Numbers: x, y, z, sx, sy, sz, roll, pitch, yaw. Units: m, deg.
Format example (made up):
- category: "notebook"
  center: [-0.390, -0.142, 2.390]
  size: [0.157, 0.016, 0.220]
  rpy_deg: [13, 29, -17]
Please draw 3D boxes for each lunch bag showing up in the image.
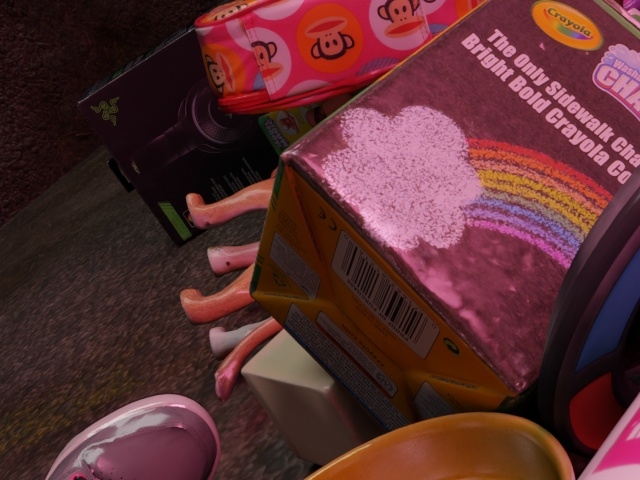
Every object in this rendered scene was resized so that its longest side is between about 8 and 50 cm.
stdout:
- category: "lunch bag"
  center: [0.022, -0.231, 1.203]
  size: [0.293, 0.120, 0.258]
  rpy_deg: [-16, 16, 5]

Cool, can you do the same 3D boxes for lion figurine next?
- category: "lion figurine"
  center: [0.000, 0.000, 1.091]
  size: [0.240, 0.142, 0.392]
  rpy_deg: [-15, 33, 2]

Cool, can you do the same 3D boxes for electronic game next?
- category: "electronic game"
  center: [0.192, 0.013, 0.547]
  size: [0.229, 0.229, 0.048]
  rpy_deg: [-37, 53, -12]

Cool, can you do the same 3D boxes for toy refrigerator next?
- category: "toy refrigerator"
  center: [0.082, 0.048, 0.836]
  size: [0.269, 0.094, 0.102]
  rpy_deg: [-43, 26, -28]

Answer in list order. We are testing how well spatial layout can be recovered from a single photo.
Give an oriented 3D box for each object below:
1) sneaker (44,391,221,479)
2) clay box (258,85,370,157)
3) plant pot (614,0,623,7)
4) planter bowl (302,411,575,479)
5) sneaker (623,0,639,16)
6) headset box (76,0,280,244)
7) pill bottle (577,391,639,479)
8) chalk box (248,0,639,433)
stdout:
- category: "sneaker"
  center: [-0.179, 0.224, 0.749]
  size: [0.295, 0.124, 0.178]
  rpy_deg: [-43, 12, -5]
- category: "clay box"
  center: [0.037, -0.130, 1.356]
  size: [0.222, 0.127, 0.053]
  rpy_deg: [-14, 24, 46]
- category: "plant pot"
  center: [0.233, -0.208, 1.229]
  size: [0.237, 0.109, 0.237]
  rpy_deg: [-34, 16, 12]
- category: "planter bowl"
  center: [0.038, 0.183, 0.529]
  size: [0.217, 0.090, 0.217]
  rpy_deg: [-31, 16, 10]
- category: "sneaker"
  center: [0.378, -0.326, 1.318]
  size: [0.236, 0.104, 0.095]
  rpy_deg: [-40, 16, -24]
- category: "headset box"
  center: [-0.168, -0.168, 1.633]
  size: [0.283, 0.246, 0.131]
  rpy_deg: [-31, 16, 5]
- category: "pill bottle"
  center: [0.176, 0.097, 0.389]
  size: [0.283, 0.160, 0.160]
  rpy_deg: [-44, 20, -32]
- category: "chalk box"
  center: [0.126, -0.027, 0.700]
  size: [0.289, 0.180, 0.179]
  rpy_deg: [-38, -15, -25]
